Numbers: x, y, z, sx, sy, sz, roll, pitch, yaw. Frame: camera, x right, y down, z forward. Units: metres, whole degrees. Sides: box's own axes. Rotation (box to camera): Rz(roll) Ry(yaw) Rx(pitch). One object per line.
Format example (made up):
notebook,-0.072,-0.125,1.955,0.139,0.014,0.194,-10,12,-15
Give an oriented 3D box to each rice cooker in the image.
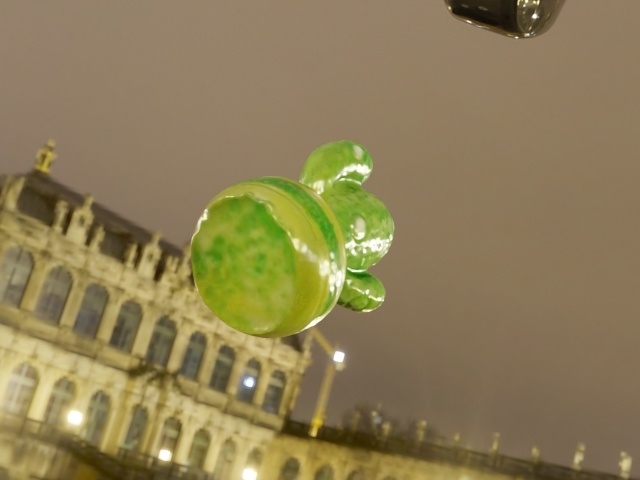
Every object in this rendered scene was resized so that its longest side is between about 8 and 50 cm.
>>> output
rice cooker,0.198,-0.283,1.048,0.118,0.142,0.203,17,23,19

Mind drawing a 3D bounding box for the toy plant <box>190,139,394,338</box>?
toy plant,0.000,0.000,1.249,0.184,0.224,0.316,-12,7,35
